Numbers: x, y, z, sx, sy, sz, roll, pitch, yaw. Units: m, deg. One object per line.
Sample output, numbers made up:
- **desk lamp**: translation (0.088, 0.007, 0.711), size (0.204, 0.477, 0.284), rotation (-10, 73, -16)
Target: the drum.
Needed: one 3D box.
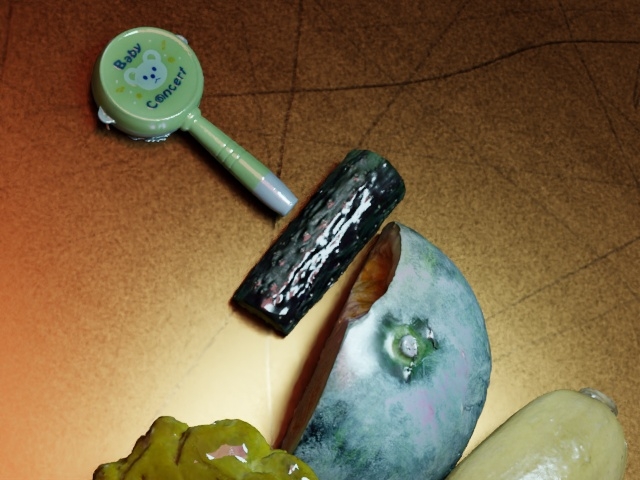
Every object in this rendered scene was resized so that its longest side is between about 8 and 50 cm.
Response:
- **drum**: translation (-0.120, -0.134, 1.965), size (0.253, 0.049, 0.130), rotation (27, 66, -5)

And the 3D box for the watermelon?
- **watermelon**: translation (0.095, 0.128, 1.862), size (0.188, 0.175, 0.321), rotation (23, 67, -6)

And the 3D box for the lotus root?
- **lotus root**: translation (0.204, 0.257, 1.868), size (0.146, 0.131, 0.303), rotation (45, 66, 5)

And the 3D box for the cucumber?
- **cucumber**: translation (0.002, 0.000, 1.943), size (0.078, 0.062, 0.211), rotation (39, 65, 0)

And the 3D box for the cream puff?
- **cream puff**: translation (-0.106, 0.277, 1.740), size (0.244, 0.196, 0.244), rotation (5, 68, -13)
